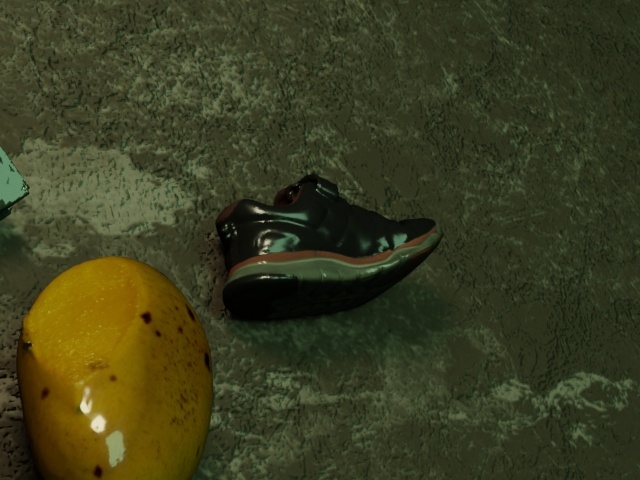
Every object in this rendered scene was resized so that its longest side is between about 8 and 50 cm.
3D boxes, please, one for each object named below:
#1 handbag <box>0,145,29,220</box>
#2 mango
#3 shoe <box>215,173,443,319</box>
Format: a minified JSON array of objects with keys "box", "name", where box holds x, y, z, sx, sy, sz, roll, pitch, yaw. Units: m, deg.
[{"box":[-0.410,-0.081,1.512,0.260,0.079,0.247,55,42,-2],"name":"handbag"},{"box":[-0.177,0.145,1.497,0.290,0.159,0.191,-92,168,-58],"name":"mango"},{"box":[0.000,0.000,1.826,0.291,0.114,0.137,-6,64,-41],"name":"shoe"}]
